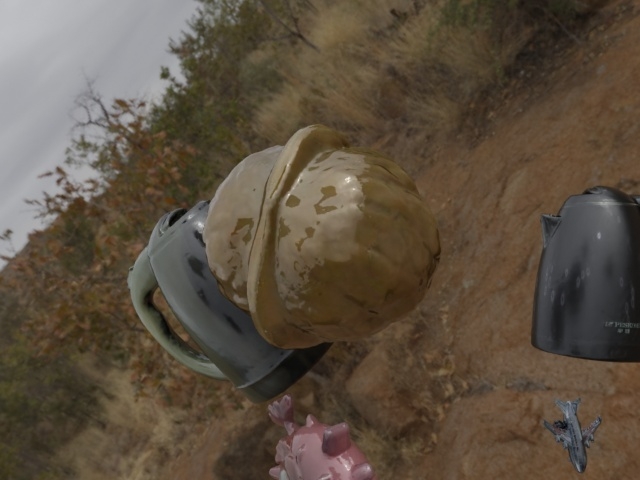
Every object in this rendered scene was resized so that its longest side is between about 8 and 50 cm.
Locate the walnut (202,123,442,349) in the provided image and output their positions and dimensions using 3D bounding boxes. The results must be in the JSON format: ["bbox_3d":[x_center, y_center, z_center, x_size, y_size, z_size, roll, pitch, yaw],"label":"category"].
[{"bbox_3d":[0.000,0.000,0.728,0.296,0.285,0.285,9,54,27],"label":"walnut"}]

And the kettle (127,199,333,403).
[{"bbox_3d":[-0.172,0.098,0.983,0.321,0.324,0.228,-37,9,28],"label":"kettle"}]

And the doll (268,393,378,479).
[{"bbox_3d":[0.006,0.299,0.695,0.262,0.093,0.211,57,138,31],"label":"doll"}]

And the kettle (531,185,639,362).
[{"bbox_3d":[0.511,0.052,1.000,0.207,0.268,0.290,13,-100,-82],"label":"kettle"}]

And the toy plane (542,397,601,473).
[{"bbox_3d":[0.294,0.226,0.675,0.031,0.079,0.083,133,138,-69],"label":"toy plane"}]
